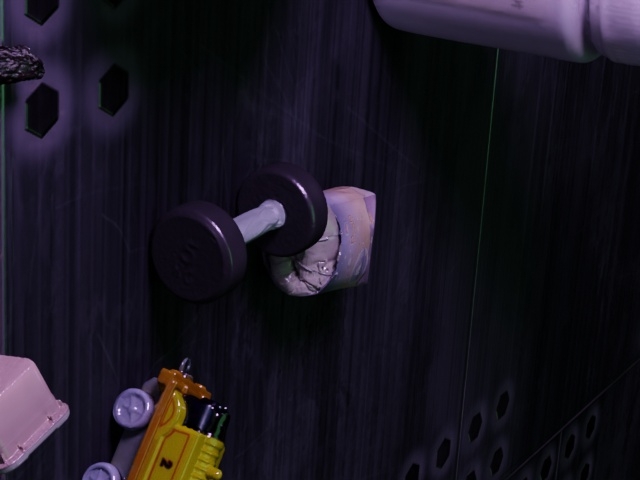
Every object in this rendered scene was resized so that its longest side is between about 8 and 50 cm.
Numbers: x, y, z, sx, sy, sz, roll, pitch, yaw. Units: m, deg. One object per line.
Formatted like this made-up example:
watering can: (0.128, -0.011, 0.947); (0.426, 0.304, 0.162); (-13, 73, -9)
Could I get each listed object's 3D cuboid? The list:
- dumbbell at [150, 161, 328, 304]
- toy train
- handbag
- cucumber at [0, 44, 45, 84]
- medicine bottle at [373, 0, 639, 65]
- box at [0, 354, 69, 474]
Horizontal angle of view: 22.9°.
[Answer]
dumbbell: (-0.079, -0.011, 1.596); (0.191, 0.100, 0.100); (-30, 128, -54)
toy train: (-0.151, 0.223, 1.547); (0.089, 0.127, 0.219); (44, 66, -59)
handbag: (0.000, 0.000, 1.764); (0.173, 0.095, 0.117); (-12, 108, -68)
cucumber: (-0.273, -0.136, 1.255); (0.135, 0.034, 0.033); (-18, 123, -57)
medicine bottle: (0.257, -0.312, 1.776); (0.211, 0.371, 0.211); (-34, 131, -52)
box: (-0.279, 0.137, 1.290); (0.089, 0.122, 0.062); (-46, 127, -42)
